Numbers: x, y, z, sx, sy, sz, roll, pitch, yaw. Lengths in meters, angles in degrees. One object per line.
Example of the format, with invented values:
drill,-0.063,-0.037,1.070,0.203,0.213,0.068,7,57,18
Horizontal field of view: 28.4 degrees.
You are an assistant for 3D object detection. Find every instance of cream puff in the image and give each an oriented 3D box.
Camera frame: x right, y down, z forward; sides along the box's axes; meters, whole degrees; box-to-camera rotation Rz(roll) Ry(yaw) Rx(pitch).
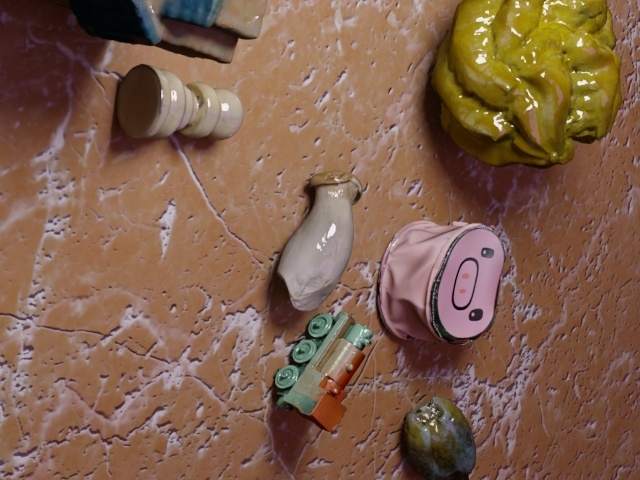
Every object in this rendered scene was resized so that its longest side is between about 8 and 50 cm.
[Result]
cream puff,0.343,-0.253,1.907,0.324,0.257,0.291,-20,140,-34

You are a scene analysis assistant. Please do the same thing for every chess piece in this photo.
chess piece,-0.169,-0.172,1.636,0.170,0.094,0.094,2,99,-45

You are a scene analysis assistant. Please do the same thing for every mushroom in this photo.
mushroom,-0.001,0.000,1.822,0.097,0.088,0.212,19,81,-10

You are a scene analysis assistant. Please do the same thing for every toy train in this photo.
toy train,0.012,0.186,1.854,0.176,0.118,0.074,-54,131,-15

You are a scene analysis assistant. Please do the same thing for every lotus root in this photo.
lotus root,0.201,0.343,2.077,0.113,0.088,0.192,-33,122,-13

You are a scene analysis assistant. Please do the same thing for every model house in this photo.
model house,-0.234,-0.348,1.390,0.280,0.312,0.245,15,93,-44

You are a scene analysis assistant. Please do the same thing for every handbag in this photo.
handbag,0.192,0.066,1.983,0.179,0.116,0.205,5,96,-42
